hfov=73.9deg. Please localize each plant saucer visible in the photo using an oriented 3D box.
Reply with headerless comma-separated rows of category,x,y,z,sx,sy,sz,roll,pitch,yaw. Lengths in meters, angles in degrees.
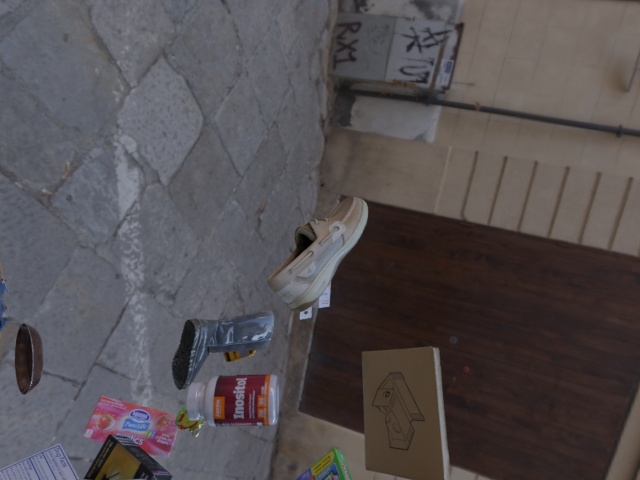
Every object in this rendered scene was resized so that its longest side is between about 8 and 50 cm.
plant saucer,-0.702,0.283,1.026,0.029,0.168,0.168,2,103,-46

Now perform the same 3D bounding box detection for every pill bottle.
pill bottle,-0.151,0.281,0.748,0.086,0.152,0.086,178,-90,-90

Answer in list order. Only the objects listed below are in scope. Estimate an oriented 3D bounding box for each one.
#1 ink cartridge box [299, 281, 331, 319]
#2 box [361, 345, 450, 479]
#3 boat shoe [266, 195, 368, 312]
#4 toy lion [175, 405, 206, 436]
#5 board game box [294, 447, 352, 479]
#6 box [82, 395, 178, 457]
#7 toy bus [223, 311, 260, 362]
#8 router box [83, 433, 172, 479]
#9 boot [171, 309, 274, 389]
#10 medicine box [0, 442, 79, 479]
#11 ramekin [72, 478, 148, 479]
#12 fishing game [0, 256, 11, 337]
ink cartridge box,-0.012,0.142,1.257,0.104,0.061,0.181,18,76,-71
box,0.135,0.286,0.716,0.021,0.164,0.201,14,67,-38
boat shoe,0.000,0.000,0.851,0.109,0.098,0.302,-26,-155,53
toy lion,-0.325,0.457,1.111,0.100,0.034,0.096,-37,128,-25
board game box,-0.044,0.685,1.012,0.317,0.046,0.213,-42,-153,4
box,-0.680,0.688,1.556,0.154,0.299,0.142,126,-19,-55
toy bus,-0.263,0.322,1.469,0.332,0.130,0.108,41,30,-87
router box,-0.603,0.768,1.227,0.309,0.243,0.081,-64,145,-17
boot,-0.220,0.246,0.979,0.208,0.076,0.190,3,118,-48
medicine box,-0.750,0.708,1.051,0.289,0.263,0.149,-10,129,-51
ramekin,-0.335,0.512,0.650,0.277,0.135,0.277,-14,90,-83
fishing game,-0.836,0.142,1.120,0.041,0.189,0.264,-4,138,-42
